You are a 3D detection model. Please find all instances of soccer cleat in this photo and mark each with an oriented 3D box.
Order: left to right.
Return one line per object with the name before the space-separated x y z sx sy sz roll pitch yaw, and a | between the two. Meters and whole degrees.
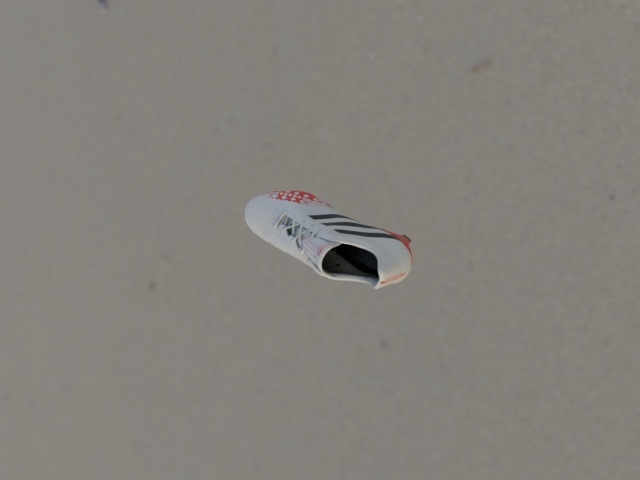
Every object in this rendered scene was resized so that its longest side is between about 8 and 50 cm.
soccer cleat | 0.000 0.000 0.633 0.083 0.035 0.029 21 117 21
